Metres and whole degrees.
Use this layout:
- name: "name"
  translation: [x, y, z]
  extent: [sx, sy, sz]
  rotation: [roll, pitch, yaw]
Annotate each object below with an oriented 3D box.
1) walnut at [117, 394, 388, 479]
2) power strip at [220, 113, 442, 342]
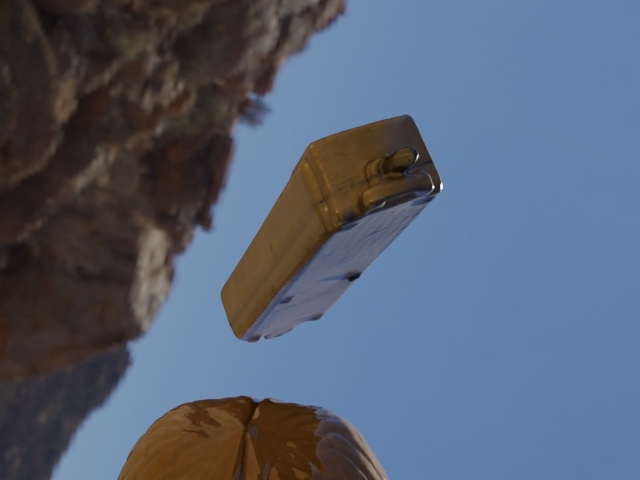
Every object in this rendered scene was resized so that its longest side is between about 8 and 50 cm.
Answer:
- name: "walnut"
  translation: [-0.035, 0.178, 0.876]
  extent: [0.165, 0.165, 0.197]
  rotation: [-96, 175, -50]
- name: "power strip"
  translation: [0.000, 0.000, 0.824]
  extent: [0.305, 0.064, 0.044]
  rotation: [129, -58, -70]
